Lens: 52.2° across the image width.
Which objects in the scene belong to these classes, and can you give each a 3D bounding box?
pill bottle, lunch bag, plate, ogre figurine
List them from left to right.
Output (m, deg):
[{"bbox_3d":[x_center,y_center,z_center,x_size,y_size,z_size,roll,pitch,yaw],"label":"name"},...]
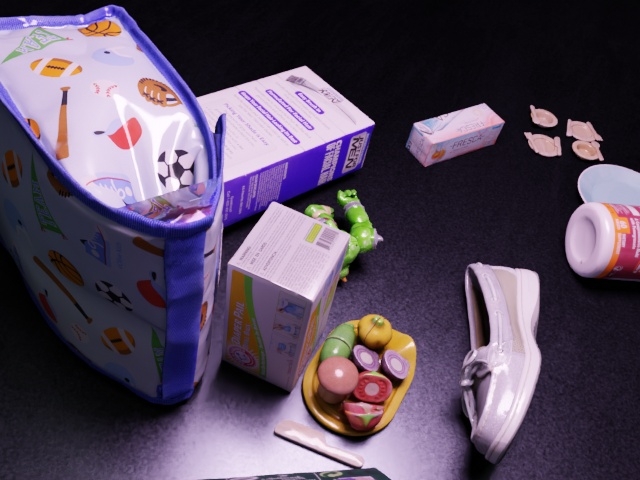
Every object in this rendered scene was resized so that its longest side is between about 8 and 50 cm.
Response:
[{"bbox_3d":[-0.238,-0.035,0.770,0.238,0.328,0.385,-21,54,-30],"label":"lunch bag"},{"bbox_3d":[0.000,0.000,0.950,0.197,0.097,0.118,-12,40,-37],"label":"ogre figurine"},{"bbox_3d":[0.555,-0.067,1.187,0.188,0.024,0.188,6,47,-7],"label":"plate"},{"bbox_3d":[0.521,0.006,1.046,0.221,0.121,0.121,4,48,-9],"label":"pill bottle"}]

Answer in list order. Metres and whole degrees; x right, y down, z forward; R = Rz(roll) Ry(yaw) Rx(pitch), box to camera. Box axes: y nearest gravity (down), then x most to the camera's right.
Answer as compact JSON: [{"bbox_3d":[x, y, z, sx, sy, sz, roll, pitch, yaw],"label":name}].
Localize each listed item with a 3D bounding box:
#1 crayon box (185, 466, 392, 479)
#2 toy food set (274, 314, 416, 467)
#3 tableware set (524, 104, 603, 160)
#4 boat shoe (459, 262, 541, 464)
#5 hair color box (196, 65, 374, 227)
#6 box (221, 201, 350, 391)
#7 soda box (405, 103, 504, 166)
[{"bbox_3d":[-0.034,0.366,0.546,0.202,0.081,0.319,1,84,-13],"label":"crayon box"},{"bbox_3d":[0.048,0.168,0.822,0.128,0.071,0.218,26,48,11],"label":"toy food set"},{"bbox_3d":[0.486,-0.209,1.302,0.168,0.020,0.141,11,47,-3],"label":"tableware set"},{"bbox_3d":[0.226,0.146,0.861,0.103,0.118,0.320,15,43,9],"label":"boat shoe"},{"bbox_3d":[-0.102,-0.150,1.025,0.338,0.110,0.185,-27,58,-32],"label":"hair color box"},{"bbox_3d":[-0.047,0.074,0.795,0.103,0.203,0.114,23,49,9],"label":"box"},{"bbox_3d":[0.251,-0.197,1.211,0.183,0.058,0.063,-20,56,-29],"label":"soda box"}]
